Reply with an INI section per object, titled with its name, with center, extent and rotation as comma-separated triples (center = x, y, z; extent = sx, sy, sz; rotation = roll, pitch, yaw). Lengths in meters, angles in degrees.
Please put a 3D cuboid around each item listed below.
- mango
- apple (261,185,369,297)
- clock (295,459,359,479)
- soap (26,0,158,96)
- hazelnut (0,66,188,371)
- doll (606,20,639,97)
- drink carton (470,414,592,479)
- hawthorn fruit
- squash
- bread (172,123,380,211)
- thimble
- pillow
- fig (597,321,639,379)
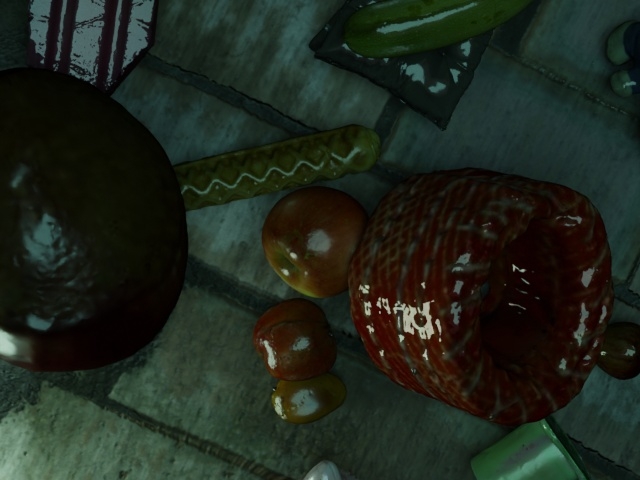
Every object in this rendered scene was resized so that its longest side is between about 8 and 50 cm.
[mango]
center = -0.016, 0.234, 1.965
extent = 0.114, 0.060, 0.080
rotation = -3, 87, -5
[apple]
center = 0.000, 0.000, 1.891
extent = 0.139, 0.163, 0.163
rotation = -40, 100, -23
[clock]
center = 0.024, 0.524, 1.871
extent = 0.250, 0.368, 0.377
rotation = -25, 80, -40
[soap]
center = -0.318, -0.318, 1.841
extent = 0.182, 0.112, 0.289
rotation = 7, 97, -5
[hazelnut]
center = -0.362, -0.018, 1.741
extent = 0.421, 0.421, 0.353
rotation = 42, 75, -9
[doll]
center = 0.550, -0.219, 1.922
extent = 0.228, 0.154, 0.258
rotation = -21, 105, -6
[drink carton]
center = 0.312, 0.339, 1.976
extent = 0.142, 0.144, 0.146
rotation = -36, 98, 10
[hawthorn fruit]
center = -0.037, 0.149, 1.925
extent = 0.128, 0.128, 0.128
rotation = -1, 97, -5
[squash]
center = 0.194, -0.321, 1.806
extent = 0.341, 0.094, 0.094
rotation = -19, 99, -6
[bread]
center = -0.090, -0.102, 1.903
extent = 0.367, 0.084, 0.077
rotation = -12, 93, -4
[thimble]
center = 0.226, 0.073, 1.832
extent = 0.350, 0.230, 0.350
rotation = -8, 104, -35
[pillow]
center = 0.154, -0.355, 1.887
extent = 0.228, 0.101, 0.326
rotation = 27, 96, -11
[fig]
center = 0.434, 0.159, 1.991
extent = 0.125, 0.089, 0.089
rotation = 15, 96, 12
